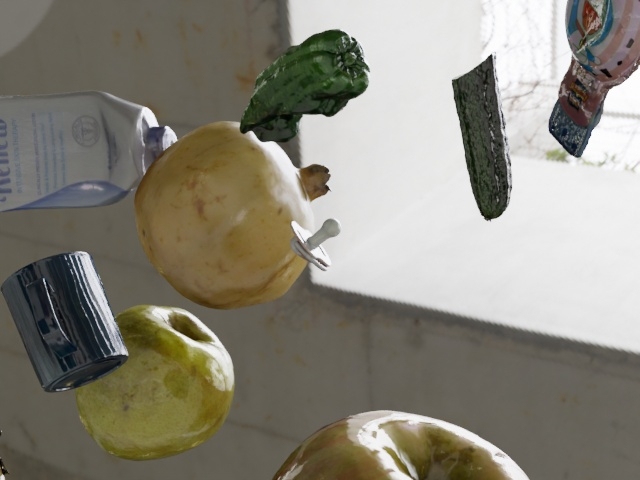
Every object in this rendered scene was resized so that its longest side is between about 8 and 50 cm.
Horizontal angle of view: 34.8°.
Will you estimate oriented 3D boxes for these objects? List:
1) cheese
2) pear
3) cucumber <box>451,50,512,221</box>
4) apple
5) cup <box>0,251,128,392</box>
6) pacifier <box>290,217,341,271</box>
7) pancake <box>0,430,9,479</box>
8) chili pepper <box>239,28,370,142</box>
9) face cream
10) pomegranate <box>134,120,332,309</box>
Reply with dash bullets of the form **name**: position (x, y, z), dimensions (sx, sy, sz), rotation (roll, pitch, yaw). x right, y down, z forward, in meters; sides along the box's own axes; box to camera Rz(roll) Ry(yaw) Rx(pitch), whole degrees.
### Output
- **cheese**: position (0.344, -0.242, 1.249), dimensions (0.189, 0.074, 0.286), rotation (-113, -148, -52)
- **pear**: position (-0.325, 0.277, 1.955), dimensions (0.304, 0.304, 0.303), rotation (16, -60, 29)
- **cucumber**: position (0.253, -0.152, 1.561), dimensions (0.077, 0.077, 0.265), rotation (0, -68, 36)
- **apple**: position (0.089, 0.417, 1.254), dimensions (0.391, 0.391, 0.346), rotation (27, -71, 23)
- **cup**: position (-0.312, 0.100, 1.210), dimensions (0.113, 0.150, 0.138), rotation (-32, -105, 24)
- **pacifier**: position (0.000, 0.000, 1.498), dimensions (0.078, 0.099, 0.081), rotation (-39, -120, 9)
- **pancake**: position (-0.374, 0.053, 0.864), dimensions (0.382, 0.071, 0.382), rotation (36, -40, 38)
- **chili pepper**: position (-0.030, -0.174, 1.218), dimensions (0.253, 0.099, 0.083), rotation (157, -65, -63)
- **face cream**: position (-0.477, -0.171, 1.937), dimensions (0.420, 0.137, 0.234), rotation (-2, -82, 11)
- **pomegranate**: position (-0.139, -0.047, 1.748), dimensions (0.343, 0.342, 0.342), rotation (16, -60, 29)
